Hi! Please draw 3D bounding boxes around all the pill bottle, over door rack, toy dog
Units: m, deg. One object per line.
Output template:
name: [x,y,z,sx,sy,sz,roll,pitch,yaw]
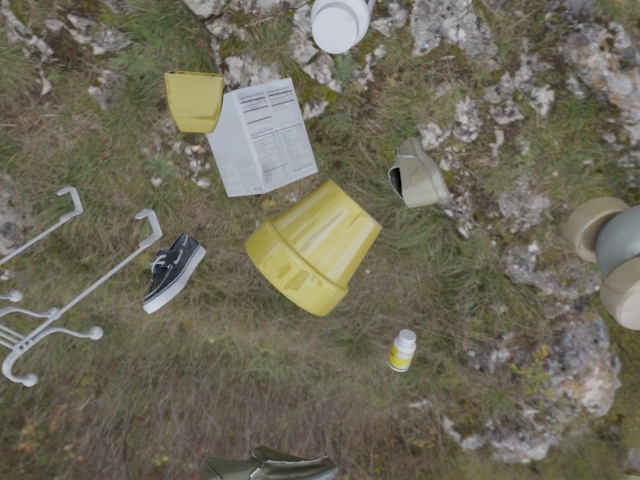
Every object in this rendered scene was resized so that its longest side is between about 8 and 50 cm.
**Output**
pill bottle: [0.238,0.315,1.321,0.065,0.065,0.116,5,120,-11]
over door rack: [-0.445,0.066,0.778,0.240,0.324,0.108,15,144,25]
toy dog: [0.457,0.010,0.528,0.334,0.220,0.160,-1,132,-26]
pill bottle: [0.042,-0.428,0.855,0.108,0.193,0.108,8,137,7]

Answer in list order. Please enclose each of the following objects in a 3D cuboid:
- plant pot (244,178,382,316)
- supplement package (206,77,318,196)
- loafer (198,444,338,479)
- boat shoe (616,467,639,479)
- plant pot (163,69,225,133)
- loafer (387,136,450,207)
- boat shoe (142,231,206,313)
plant pot: [0.000,0.000,1.038,0.254,0.254,0.239,39,98,-24]
supplement package: [-0.171,-0.278,1.262,0.198,0.199,0.262,-29,109,-36]
loafer: [-0.093,0.402,0.809,0.252,0.087,0.094,-2,143,-11]
boat shoe: [0.292,0.250,0.347,0.048,0.153,0.056,-41,131,-3]
plant pot: [-0.184,-0.205,0.683,0.081,0.081,0.083,1,113,-10]
loafer: [0.187,-0.144,0.962,0.092,0.268,0.101,-23,112,7]
boat shoe: [-0.405,0.074,1.225,0.108,0.301,0.102,-28,111,25]
